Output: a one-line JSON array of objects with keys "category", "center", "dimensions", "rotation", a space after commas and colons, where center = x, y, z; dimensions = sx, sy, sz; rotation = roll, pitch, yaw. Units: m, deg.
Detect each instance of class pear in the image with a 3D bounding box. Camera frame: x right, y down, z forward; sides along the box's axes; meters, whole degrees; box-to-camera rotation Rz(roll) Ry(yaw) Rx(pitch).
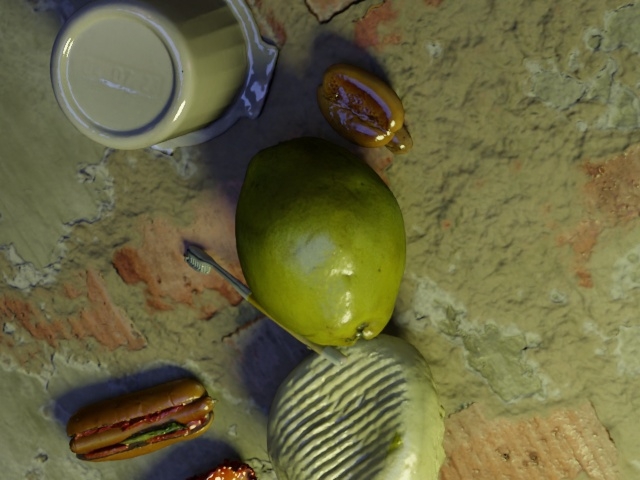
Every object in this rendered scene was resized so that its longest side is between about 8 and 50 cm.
[{"category": "pear", "center": [0.000, 0.000, 1.521], "dimensions": [0.212, 0.212, 0.269], "rotation": [-24, 77, 17]}]

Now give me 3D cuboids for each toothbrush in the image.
[{"category": "toothbrush", "center": [-0.076, 0.086, 1.600], "dimensions": [0.288, 0.021, 0.024], "rotation": [34, 123, 29]}]

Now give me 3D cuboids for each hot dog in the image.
[{"category": "hot dog", "center": [-0.247, 0.252, 1.717], "dimensions": [0.236, 0.062, 0.092], "rotation": [-20, 95, 16]}, {"category": "hot dog", "center": [0.059, -0.163, 1.548], "dimensions": [0.140, 0.060, 0.090], "rotation": [34, 113, 10]}]

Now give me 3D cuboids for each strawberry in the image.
[{"category": "strawberry", "center": [-0.151, 0.380, 1.724], "dimensions": [0.121, 0.082, 0.188], "rotation": [33, 100, -17]}]

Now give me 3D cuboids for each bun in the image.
[{"category": "bun", "center": [0.053, 0.253, 1.589], "dimensions": [0.259, 0.160, 0.259], "rotation": [-7, 74, 25]}]

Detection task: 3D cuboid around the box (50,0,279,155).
[{"category": "box", "center": [-0.216, -0.240, 1.512], "dimensions": [0.262, 0.206, 0.291], "rotation": [-20, 101, 17]}]
